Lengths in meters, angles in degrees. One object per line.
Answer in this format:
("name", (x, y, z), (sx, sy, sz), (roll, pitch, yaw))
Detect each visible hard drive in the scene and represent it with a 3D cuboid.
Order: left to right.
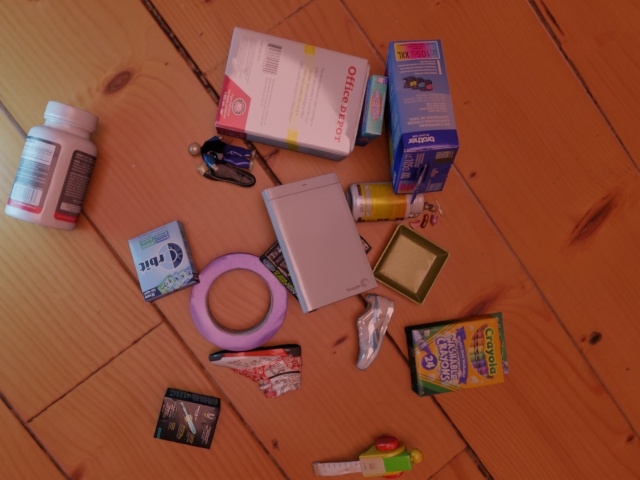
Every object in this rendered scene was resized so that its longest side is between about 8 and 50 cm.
("hard drive", (0.000, 0.000, 1.623), (0.232, 0.047, 0.353), (-16, 83, -27))

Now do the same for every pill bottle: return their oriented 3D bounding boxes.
("pill bottle", (-0.702, -0.198, 1.548), (0.176, 0.176, 0.319), (17, 88, -8))
("pill bottle", (0.190, -0.115, 1.714), (0.214, 0.117, 0.118), (-3, 91, -8))

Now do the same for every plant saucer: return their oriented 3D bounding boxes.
("plant saucer", (0.269, 0.072, 1.764), (0.188, 0.045, 0.189), (31, 85, -8))

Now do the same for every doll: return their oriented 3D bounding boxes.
("doll", (-0.285, -0.247, 1.666), (0.188, 0.046, 0.129), (12, 58, -8))

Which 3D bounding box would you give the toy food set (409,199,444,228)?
("toy food set", (0.322, -0.074, 1.784), (0.122, 0.019, 0.078), (-28, 94, -7))

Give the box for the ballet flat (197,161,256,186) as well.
("ballet flat", (-0.269, -0.196, 1.677), (0.173, 0.049, 0.058), (12, 86, -9))

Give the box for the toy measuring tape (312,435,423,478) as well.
("toy measuring tape", (0.145, 0.654, 1.739), (0.329, 0.121, 0.122), (-11, 92, 14))

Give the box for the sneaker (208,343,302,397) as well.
("sneaker", (-0.184, 0.383, 1.674), (0.269, 0.090, 0.145), (-3, 88, -11))

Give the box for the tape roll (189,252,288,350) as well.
("tape roll", (-0.233, 0.172, 1.666), (0.274, 0.090, 0.275), (0, 91, -9))

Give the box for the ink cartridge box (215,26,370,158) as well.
("ink cartridge box", (-0.082, -0.403, 1.648), (0.384, 0.160, 0.280), (12, 89, -8))

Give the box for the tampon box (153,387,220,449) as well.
("tampon box", (-0.373, 0.501, 1.640), (0.160, 0.101, 0.121), (15, 89, -9))

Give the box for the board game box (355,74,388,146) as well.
("board game box", (0.136, -0.364, 1.657), (0.047, 0.210, 0.160), (7, 89, -8))

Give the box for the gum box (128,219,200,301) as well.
("gum box", (-0.436, 0.058, 1.614), (0.156, 0.041, 0.185), (-21, 77, 8))

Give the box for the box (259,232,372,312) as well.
("box", (-0.010, 0.037, 1.669), (0.216, 0.060, 0.270), (47, 63, -7))

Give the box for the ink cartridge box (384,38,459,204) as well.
("ink cartridge box", (0.266, -0.302, 1.581), (0.151, 0.270, 0.396), (-6, 70, 0))

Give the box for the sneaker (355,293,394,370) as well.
("sneaker", (0.144, 0.273, 1.733), (0.092, 0.087, 0.229), (20, 80, -1))

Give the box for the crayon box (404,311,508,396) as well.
("crayon box", (0.433, 0.344, 1.773), (0.322, 0.083, 0.203), (-8, 92, -9))
